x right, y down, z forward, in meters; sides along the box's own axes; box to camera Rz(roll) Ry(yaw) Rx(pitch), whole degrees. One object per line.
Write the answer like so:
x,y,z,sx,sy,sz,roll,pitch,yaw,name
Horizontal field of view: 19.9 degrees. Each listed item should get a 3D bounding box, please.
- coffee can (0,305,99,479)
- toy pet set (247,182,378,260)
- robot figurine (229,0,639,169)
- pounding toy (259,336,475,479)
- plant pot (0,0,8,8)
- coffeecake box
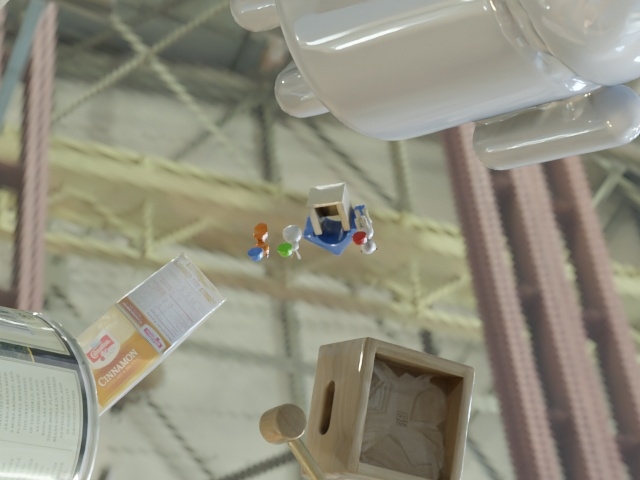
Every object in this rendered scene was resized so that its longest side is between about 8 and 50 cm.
-0.326,0.127,1.323,0.275,0.201,0.201,18,-147,-51,coffee can
0.000,0.000,1.852,0.122,0.065,0.114,-8,-145,14,toy pet set
0.110,-0.184,1.227,0.300,0.353,0.200,60,-139,-22,robot figurine
0.024,0.185,1.683,0.206,0.094,0.181,17,-107,-29,pounding toy
-0.294,-0.294,1.443,0.256,0.274,0.256,53,-166,-20,plant pot
-0.185,0.100,1.725,0.068,0.142,0.185,48,-159,0,coffeecake box
